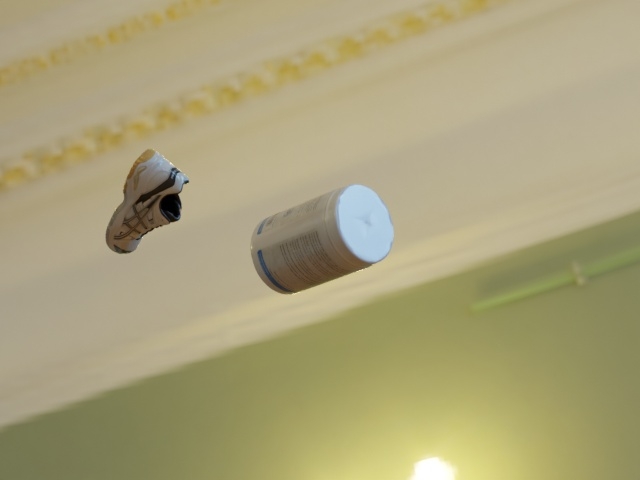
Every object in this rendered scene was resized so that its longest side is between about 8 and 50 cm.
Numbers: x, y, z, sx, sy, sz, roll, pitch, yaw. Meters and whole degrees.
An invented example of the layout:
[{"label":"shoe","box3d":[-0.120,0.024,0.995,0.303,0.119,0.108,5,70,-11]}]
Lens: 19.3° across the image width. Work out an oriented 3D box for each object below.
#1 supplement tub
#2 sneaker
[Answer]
[{"label":"supplement tub","box3d":[0.000,0.000,1.557,0.071,0.071,0.107,16,-25,-41]},{"label":"sneaker","box3d":[-0.103,-0.016,1.130,0.037,0.032,0.083,31,-44,5]}]
